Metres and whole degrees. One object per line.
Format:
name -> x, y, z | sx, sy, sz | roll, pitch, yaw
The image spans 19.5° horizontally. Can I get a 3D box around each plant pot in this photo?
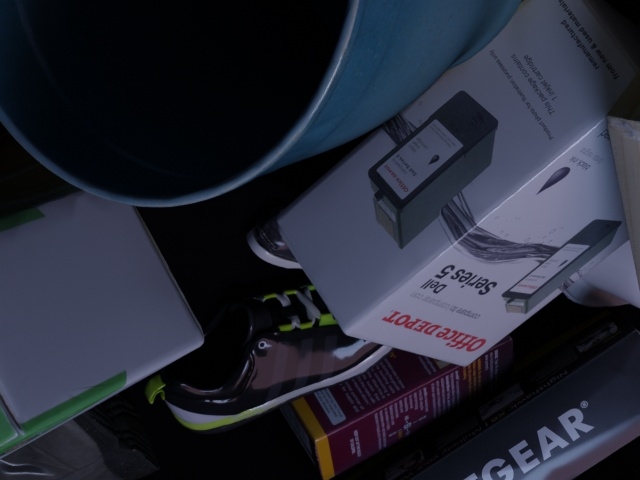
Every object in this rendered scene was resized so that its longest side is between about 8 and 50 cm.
plant pot -> -0.019, -0.171, 0.992 | 0.255, 0.272, 0.272 | -16, 147, -53

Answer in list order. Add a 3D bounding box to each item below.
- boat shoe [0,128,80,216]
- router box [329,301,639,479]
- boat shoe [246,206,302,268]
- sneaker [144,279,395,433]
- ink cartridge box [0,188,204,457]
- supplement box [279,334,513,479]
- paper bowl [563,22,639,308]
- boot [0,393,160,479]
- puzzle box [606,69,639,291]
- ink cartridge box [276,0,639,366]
boat shoe -> -0.149, -0.081, 1.171 | 0.190, 0.068, 0.072 | -31, 137, -21
router box -> 0.153, 0.172, 1.635 | 0.308, 0.081, 0.243 | -34, -174, 5
boat shoe -> 0.000, 0.000, 1.426 | 0.125, 0.046, 0.038 | 15, 130, -41
sneaker -> -0.028, 0.077, 1.466 | 0.234, 0.084, 0.097 | -32, 147, -2
ink cartridge box -> -0.249, 0.093, 1.115 | 0.289, 0.122, 0.211 | -29, 179, 27
supplement box -> 0.057, 0.105, 1.562 | 0.188, 0.104, 0.081 | -27, 149, -11
paper bowl -> 0.305, -0.052, 1.535 | 0.284, 0.148, 0.284 | -23, 146, -17
boot -> -0.232, 0.158, 1.402 | 0.161, 0.083, 0.246 | -28, 147, 2
puzzle box -> 0.335, -0.104, 1.323 | 0.409, 0.052, 0.272 | -50, 138, -33
ink cartridge box -> 0.135, -0.040, 1.331 | 0.273, 0.115, 0.198 | -41, 152, 18
